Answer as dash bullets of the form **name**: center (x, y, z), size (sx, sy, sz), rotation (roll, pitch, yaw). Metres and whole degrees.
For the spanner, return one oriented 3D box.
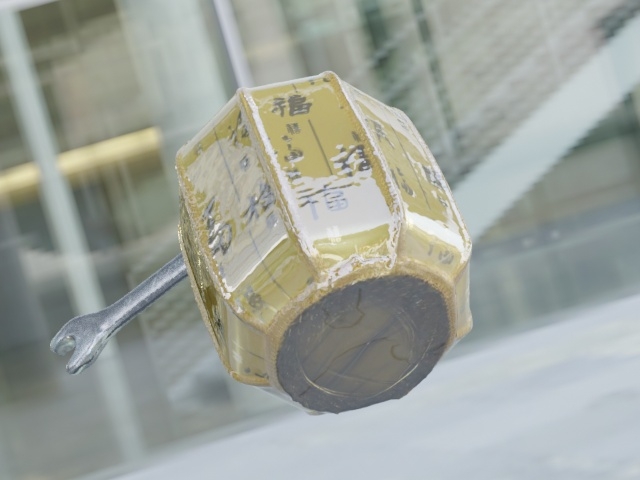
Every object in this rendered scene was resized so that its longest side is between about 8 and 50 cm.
- **spanner**: center (-0.089, 0.014, 1.324), size (0.254, 0.015, 0.054), rotation (-36, 39, 19)

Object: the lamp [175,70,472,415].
- **lamp**: center (0.000, 0.000, 1.121), size (0.161, 0.161, 0.185), rotation (-17, 44, -10)
